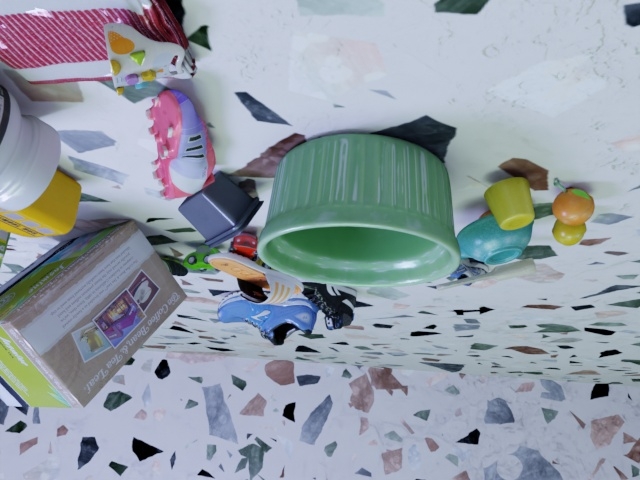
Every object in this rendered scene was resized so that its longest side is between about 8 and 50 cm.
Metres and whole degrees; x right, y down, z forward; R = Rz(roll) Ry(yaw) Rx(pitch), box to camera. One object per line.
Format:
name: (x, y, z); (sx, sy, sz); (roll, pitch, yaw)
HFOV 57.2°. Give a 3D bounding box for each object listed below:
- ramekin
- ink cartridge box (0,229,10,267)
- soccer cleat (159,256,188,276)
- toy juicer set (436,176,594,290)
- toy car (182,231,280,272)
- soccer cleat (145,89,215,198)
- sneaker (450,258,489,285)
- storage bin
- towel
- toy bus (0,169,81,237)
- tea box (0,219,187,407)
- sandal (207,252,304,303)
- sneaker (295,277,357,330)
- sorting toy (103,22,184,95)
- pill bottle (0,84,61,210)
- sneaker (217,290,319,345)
ramekin: (0.061, -0.038, 0.903); (0.303, 0.148, 0.303); (4, 161, 1)
ink cartridge box: (-0.683, 0.019, 1.069); (0.188, 0.255, 0.097); (-1, 160, 15)
soccer cleat: (-0.398, 0.069, 1.418); (0.060, 0.072, 0.179); (-11, 155, 37)
toy juicer set: (0.339, -0.013, 1.023); (0.209, 0.089, 0.329); (-5, 154, -11)
toy car: (-0.201, 0.034, 1.308); (0.225, 0.053, 0.239); (-2, 159, 19)
soccer cleat: (-0.186, -0.134, 0.822); (0.095, 0.083, 0.248); (-20, 164, -22)
sneaker: (0.325, 0.076, 1.297); (0.135, 0.058, 0.052); (19, 156, -37)
storage bin: (-0.173, -0.060, 1.002); (0.091, 0.098, 0.135); (45, 145, -19)
towel: (-0.282, -0.250, 0.555); (0.237, 0.037, 0.329); (1, 160, 12)
toy bus: (-0.539, -0.108, 0.900); (0.130, 0.108, 0.332); (-4, 159, 21)
tea box: (-0.525, 0.155, 1.229); (0.323, 0.329, 0.220); (-11, 118, 37)
sandal: (-0.146, 0.098, 1.277); (0.102, 0.076, 0.265); (-11, 155, 37)
sneaker: (0.015, 0.171, 1.539); (0.217, 0.121, 0.079); (21, 154, -38)
sorting toy: (-0.181, -0.186, 0.615); (0.075, 0.045, 0.083); (-9, 167, -15)
pill bottle: (-0.471, -0.145, 0.702); (0.162, 0.162, 0.278); (-7, 157, 30)
sneaker: (-0.162, 0.226, 1.697); (0.330, 0.147, 0.130); (-5, 158, 27)
